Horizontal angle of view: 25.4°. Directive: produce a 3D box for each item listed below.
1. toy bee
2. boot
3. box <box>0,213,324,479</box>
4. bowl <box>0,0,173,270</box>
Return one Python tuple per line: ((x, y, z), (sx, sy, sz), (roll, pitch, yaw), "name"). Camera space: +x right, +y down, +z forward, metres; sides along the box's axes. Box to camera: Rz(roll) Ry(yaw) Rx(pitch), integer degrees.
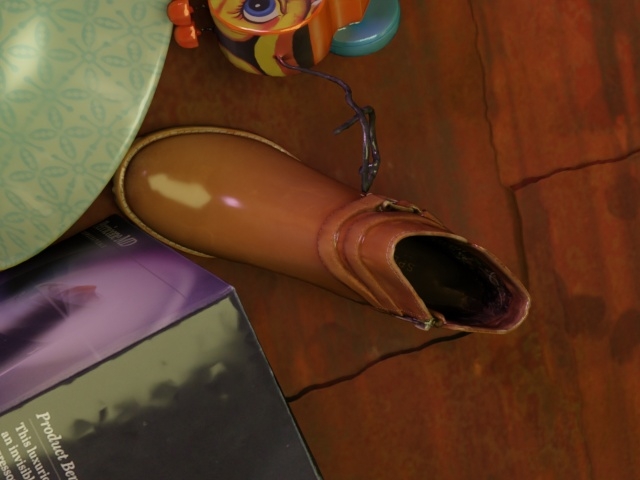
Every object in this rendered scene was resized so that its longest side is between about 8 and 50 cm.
((-0.024, -0.189, 1.021), (0.162, 0.298, 0.195), (5, 129, 9), "toy bee")
((0.000, 0.000, 1.048), (0.283, 0.220, 0.109), (25, 91, -24), "boot")
((-0.195, 0.137, 0.956), (0.294, 0.296, 0.183), (-27, 109, -16), "box")
((-0.236, -0.139, 0.941), (0.156, 0.289, 0.289), (24, 91, 17), "bowl")
